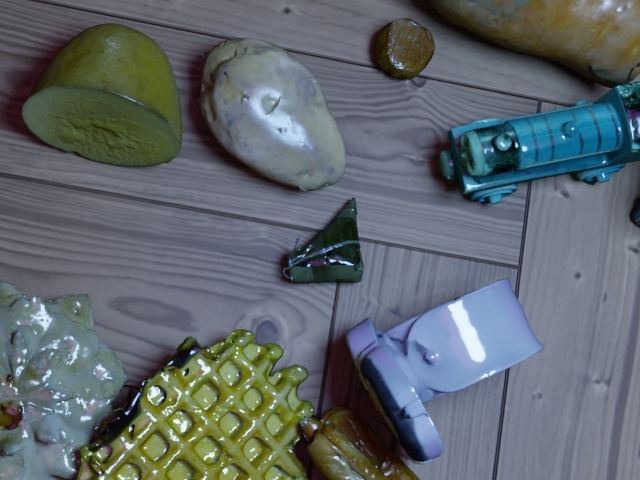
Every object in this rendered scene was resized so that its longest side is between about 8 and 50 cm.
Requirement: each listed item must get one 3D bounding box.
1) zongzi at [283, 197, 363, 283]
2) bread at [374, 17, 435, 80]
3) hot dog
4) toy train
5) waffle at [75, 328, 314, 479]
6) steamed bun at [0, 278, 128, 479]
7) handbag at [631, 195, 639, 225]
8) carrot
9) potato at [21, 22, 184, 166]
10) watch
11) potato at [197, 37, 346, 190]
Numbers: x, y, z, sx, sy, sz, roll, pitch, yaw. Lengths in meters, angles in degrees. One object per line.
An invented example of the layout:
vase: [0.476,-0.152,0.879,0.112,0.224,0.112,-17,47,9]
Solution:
zongzi: [0.000,0.000,1.432,0.109,0.055,0.119,-3,69,-7]
bread: [0.116,-0.268,1.491,0.085,0.053,0.085,2,83,-19]
hot dog: [0.065,0.310,1.370,0.249,0.076,0.102,45,38,-8]
toy train: [0.314,-0.133,1.423,0.298,0.194,0.120,-11,83,-9]
waffle: [-0.144,0.258,1.323,0.307,0.060,0.312,19,74,-27]
steamed bun: [-0.379,0.183,1.306,0.292,0.137,0.295,37,79,1]
handbag: [0.587,-0.113,1.442,0.240,0.247,0.341,20,79,5]
carrot: [0.300,-0.362,1.451,0.340,0.224,0.224,23,78,-11]
potato: [-0.266,-0.204,1.382,0.203,0.178,0.158,4,62,17]
watch: [0.167,0.156,1.328,0.231,0.244,0.196,-22,83,-4]
potato: [-0.068,-0.165,1.410,0.161,0.128,0.235,-24,90,-7]
